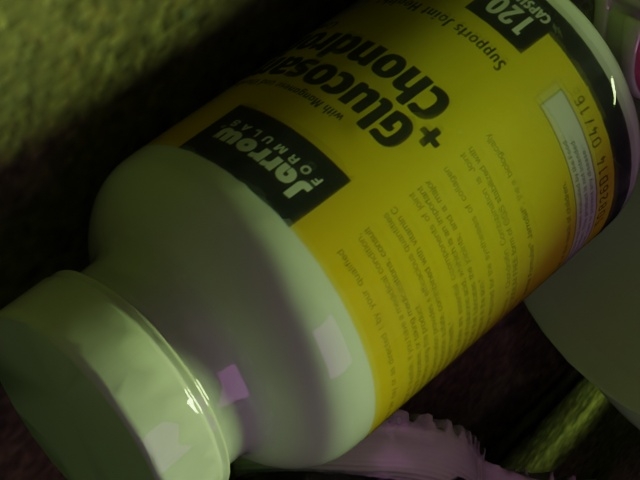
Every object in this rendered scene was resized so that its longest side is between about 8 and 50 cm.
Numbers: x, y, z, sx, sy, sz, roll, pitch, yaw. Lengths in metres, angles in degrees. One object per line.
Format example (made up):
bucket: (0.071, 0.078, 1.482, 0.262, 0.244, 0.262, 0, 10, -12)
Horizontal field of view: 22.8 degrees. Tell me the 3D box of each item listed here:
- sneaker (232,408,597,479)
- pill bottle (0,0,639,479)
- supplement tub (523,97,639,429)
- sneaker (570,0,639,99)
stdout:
sneaker: (0.050, 0.161, 0.629, 0.293, 0.102, 0.146, 28, 60, -52)
pill bottle: (0.000, 0.000, 0.459, 0.184, 0.103, 0.103, -38, 145, -28)
supplement tub: (0.224, -0.013, 0.629, 0.325, 0.235, 0.235, 13, 108, -58)
sneaker: (0.083, -0.130, 0.495, 0.063, 0.075, 0.170, -5, 100, -58)
